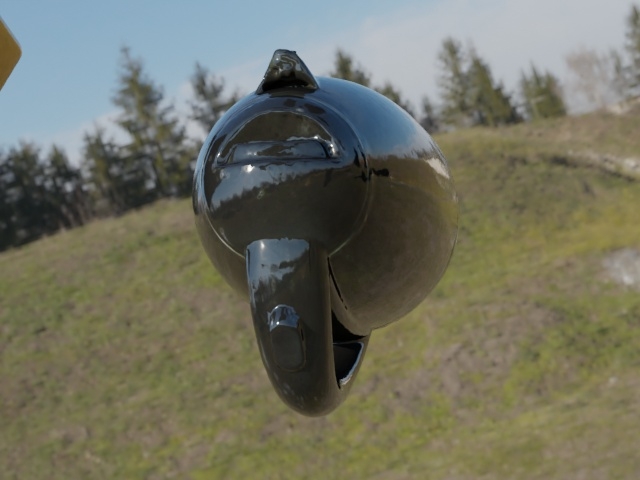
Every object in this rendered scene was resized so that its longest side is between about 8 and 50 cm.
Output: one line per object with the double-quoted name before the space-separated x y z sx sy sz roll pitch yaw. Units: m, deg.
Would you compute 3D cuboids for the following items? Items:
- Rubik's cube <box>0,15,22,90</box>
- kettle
"Rubik's cube" -0.486 -0.161 1.026 0.290 0.291 0.291 16 -24 21
"kettle" 0.000 0.000 0.937 0.208 0.268 0.290 -4 -4 9
